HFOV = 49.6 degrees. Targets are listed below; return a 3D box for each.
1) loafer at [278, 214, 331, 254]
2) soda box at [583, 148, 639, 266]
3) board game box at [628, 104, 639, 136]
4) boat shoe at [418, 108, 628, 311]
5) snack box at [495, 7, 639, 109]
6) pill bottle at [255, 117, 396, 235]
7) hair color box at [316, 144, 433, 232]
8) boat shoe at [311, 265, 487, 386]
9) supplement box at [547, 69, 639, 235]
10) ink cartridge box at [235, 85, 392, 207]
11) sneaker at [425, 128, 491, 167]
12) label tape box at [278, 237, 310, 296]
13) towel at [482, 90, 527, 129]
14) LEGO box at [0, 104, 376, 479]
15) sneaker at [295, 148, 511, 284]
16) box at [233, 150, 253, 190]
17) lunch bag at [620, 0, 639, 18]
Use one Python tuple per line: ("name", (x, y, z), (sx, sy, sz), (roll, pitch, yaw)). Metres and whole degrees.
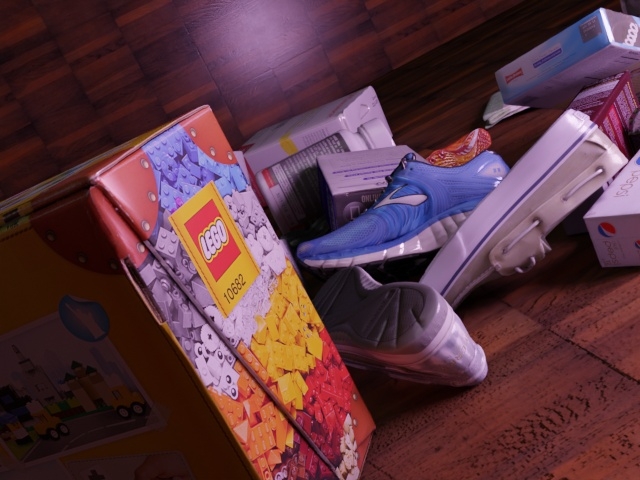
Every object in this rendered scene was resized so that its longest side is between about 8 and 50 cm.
("loafer", (0.000, 0.000, 1.296), (0.170, 0.062, 0.061), (-28, 54, -27))
("soda box", (0.396, -0.054, 0.815), (0.074, 0.069, 0.216), (-6, 28, 50))
("board game box", (0.498, -0.170, 0.862), (0.194, 0.060, 0.194), (2, -4, -40))
("boat shoe", (0.227, -0.012, 0.812), (0.302, 0.094, 0.109), (-52, -16, 17))
("snack box", (0.449, -0.266, 1.073), (0.321, 0.060, 0.187), (-4, -14, -37))
("pill bottle", (0.022, -0.130, 1.440), (0.283, 0.161, 0.161), (-27, 17, 0))
("hair color box", (0.098, -0.081, 1.196), (0.185, 0.110, 0.339), (-7, 15, -2))
("boat shoe", (0.068, 0.105, 0.820), (0.118, 0.103, 0.320), (-54, 19, -17))
("supplement box", (0.378, -0.123, 0.939), (0.073, 0.130, 0.239), (-13, 21, 43))
("ink cartridge box", (-0.033, -0.243, 1.853), (0.384, 0.160, 0.279), (-17, 20, 29))
("sneaker", (0.263, -0.160, 1.368), (0.175, 0.064, 0.067), (-28, -4, -22))
("label tape box", (-0.147, 0.099, 1.075), (0.249, 0.115, 0.347), (-26, -1, 2))
("towel", (0.528, -0.350, 1.547), (0.324, 0.038, 0.248), (-20, 17, 27))
("LEGO box", (-0.257, 0.149, 0.678), (0.500, 0.373, 0.193), (-19, 18, 24))
("sneaker", (0.119, -0.033, 0.978), (0.329, 0.147, 0.130), (-20, -21, 8))
("box", (-0.322, -0.046, 1.554), (0.345, 0.215, 0.168), (-16, 0, 30))
("lunch bag", (0.705, -0.519, 1.343), (0.169, 0.287, 0.235), (-30, 18, -11))
